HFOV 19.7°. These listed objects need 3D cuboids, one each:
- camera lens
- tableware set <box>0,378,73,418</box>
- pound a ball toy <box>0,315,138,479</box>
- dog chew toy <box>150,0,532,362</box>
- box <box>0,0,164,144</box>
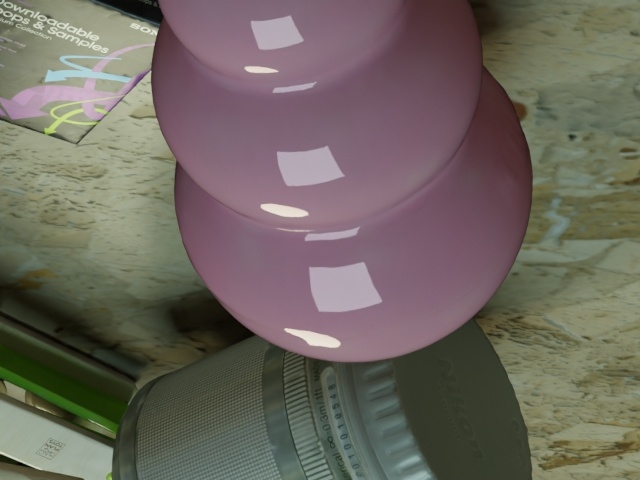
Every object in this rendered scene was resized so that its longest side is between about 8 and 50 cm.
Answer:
[{"bbox_3d":[-0.005,0.171,1.412,0.274,0.219,0.219,-25,142,27],"label":"camera lens"},{"bbox_3d":[-0.270,0.164,1.620,0.141,0.020,0.169,3,129,-14],"label":"tableware set"},{"bbox_3d":[-0.265,0.170,1.447,0.136,0.208,0.319,-45,134,15],"label":"pound a ball toy"},{"bbox_3d":[0.003,-0.079,0.993,0.206,0.206,0.332,-2,144,12],"label":"dog chew toy"},{"bbox_3d":[-0.165,-0.117,1.110,0.116,0.029,0.162,18,148,-25],"label":"box"}]
